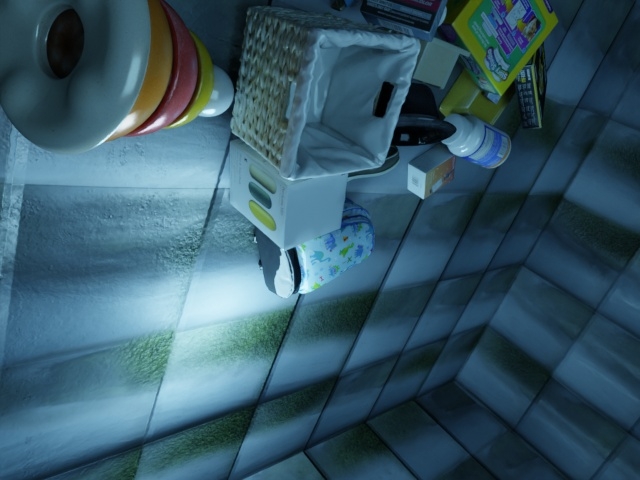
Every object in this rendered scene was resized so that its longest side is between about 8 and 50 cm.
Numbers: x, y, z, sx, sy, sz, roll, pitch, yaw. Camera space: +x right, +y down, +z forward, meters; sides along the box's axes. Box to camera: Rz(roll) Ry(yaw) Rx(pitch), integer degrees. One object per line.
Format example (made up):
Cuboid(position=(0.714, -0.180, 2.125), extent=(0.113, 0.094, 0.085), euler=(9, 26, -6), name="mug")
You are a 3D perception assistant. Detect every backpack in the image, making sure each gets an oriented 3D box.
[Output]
Cuboid(position=(0.000, 0.000, 1.657), extent=(0.355, 0.273, 0.290), euler=(-37, 137, -38), name="backpack")

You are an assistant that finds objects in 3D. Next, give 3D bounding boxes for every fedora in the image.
Cuboid(position=(0.262, -0.392, 1.602), extent=(0.334, 0.334, 0.153), euler=(1, 87, -47), name="fedora")

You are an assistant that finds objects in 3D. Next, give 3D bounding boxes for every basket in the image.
Cuboid(position=(0.004, -0.353, 1.222), extent=(0.331, 0.266, 0.328), euler=(-13, 130, -39), name="basket")

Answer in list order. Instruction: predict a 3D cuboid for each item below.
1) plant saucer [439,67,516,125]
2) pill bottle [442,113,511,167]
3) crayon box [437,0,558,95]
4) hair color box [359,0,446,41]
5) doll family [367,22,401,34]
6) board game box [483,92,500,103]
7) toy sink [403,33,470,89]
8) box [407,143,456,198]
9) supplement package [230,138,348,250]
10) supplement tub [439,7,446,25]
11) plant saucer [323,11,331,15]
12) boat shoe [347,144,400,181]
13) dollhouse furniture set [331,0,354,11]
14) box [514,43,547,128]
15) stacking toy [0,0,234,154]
Cuboid(position=(0.626, -0.554, 1.949), extent=(0.332, 0.081, 0.333), euler=(22, 104, -54), name="plant saucer")
Cuboid(position=(0.560, -0.369, 1.905), extent=(0.272, 0.152, 0.152), euler=(13, 112, -36), name="pill bottle")
Cuboid(position=(0.571, -0.706, 1.676), extent=(0.363, 0.106, 0.313), euler=(33, 96, -40), name="crayon box")
Cuboid(position=(0.250, -0.701, 1.251), extent=(0.113, 0.185, 0.375), euler=(-29, 140, -74), name="hair color box")
Cuboid(position=(0.185, -0.637, 1.405), extent=(0.111, 0.076, 0.193), euler=(-15, 140, -13), name="doll family")
Cuboid(position=(0.637, -0.549, 1.879), extent=(0.090, 0.020, 0.090), euler=(10, 113, -51), name="board game box")
Cuboid(position=(0.311, -0.544, 1.560), extent=(0.234, 0.153, 0.131), euler=(-5, 125, -46), name="toy sink")
Cuboid(position=(0.423, -0.263, 1.979), extent=(0.170, 0.091, 0.130), euler=(-33, 141, -22), name="box")
Cuboid(position=(-0.091, -0.146, 1.384), extent=(0.198, 0.262, 0.199), euler=(-22, 135, -34), name="supplement package")
Cuboid(position=(0.299, -0.656, 1.483), extent=(0.071, 0.107, 0.071), euler=(-28, 139, -28), name="supplement tub")
Cuboid(position=(-0.047, -0.466, 1.335), extent=(0.188, 0.045, 0.188), euler=(-35, 142, -21), name="plant saucer")
Cuboid(position=(0.124, -0.256, 1.634), extent=(0.305, 0.109, 0.091), euler=(-18, 133, -22), name="boat shoe")
Cuboid(position=(0.079, -0.654, 1.232), extent=(0.129, 0.129, 0.184), euler=(-46, 143, -7), name="dollhouse furniture set")
Cuboid(position=(0.792, -0.623, 1.952), extent=(0.322, 0.079, 0.257), euler=(52, 47, -49), name="box")
Cuboid(position=(-0.318, -0.324, 1.004), extent=(0.480, 0.350, 0.351), euler=(-6, 127, -63), name="stacking toy")
